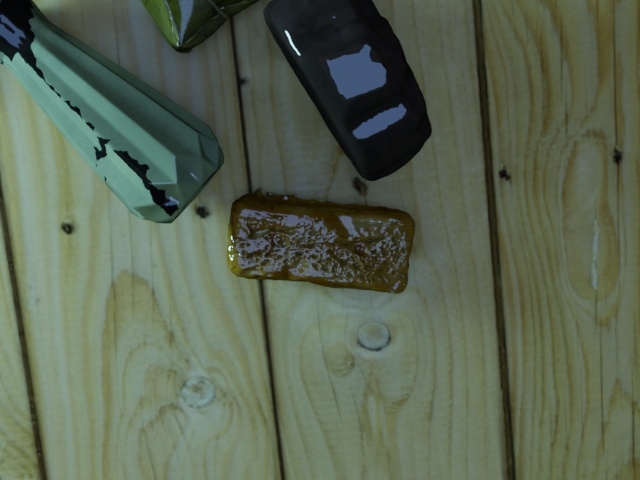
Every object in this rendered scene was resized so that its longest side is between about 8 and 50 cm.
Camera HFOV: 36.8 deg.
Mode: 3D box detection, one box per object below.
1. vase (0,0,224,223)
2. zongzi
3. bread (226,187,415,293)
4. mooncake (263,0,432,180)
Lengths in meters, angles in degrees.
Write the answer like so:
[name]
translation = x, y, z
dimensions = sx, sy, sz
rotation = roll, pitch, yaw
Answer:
[vase]
translation = -0.306, -0.183, 1.322
dimensions = 0.360, 0.165, 0.165
rotation = 41, 94, -5
[zongzi]
translation = -0.168, -0.394, 1.325
dimensions = 0.204, 0.094, 0.205
rotation = -34, 99, -3
[bread]
translation = 0.000, 0.000, 1.406
dimensions = 0.270, 0.077, 0.139
rotation = 4, 95, -7
[mooncake]
translation = 0.047, -0.223, 1.277
dimensions = 0.141, 0.283, 0.283
rotation = -31, 100, 3
